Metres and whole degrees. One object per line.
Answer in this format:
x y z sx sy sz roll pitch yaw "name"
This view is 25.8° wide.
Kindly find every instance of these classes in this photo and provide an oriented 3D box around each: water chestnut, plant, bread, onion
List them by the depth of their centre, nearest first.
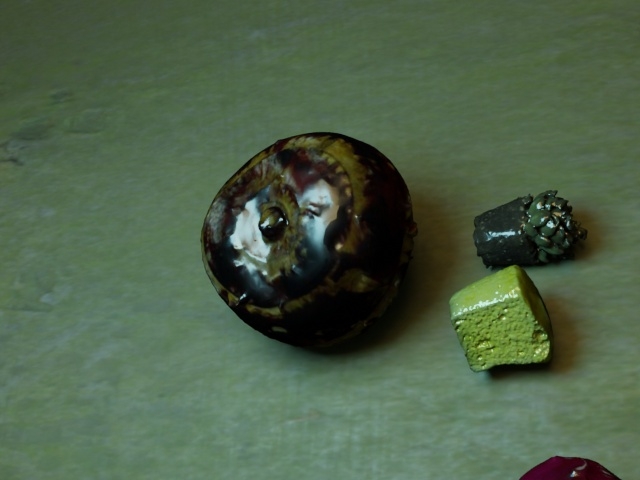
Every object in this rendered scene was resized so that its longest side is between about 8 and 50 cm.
0.312 0.311 1.582 0.198 0.135 0.173 -29 56 -1 "onion"
0.232 0.098 1.763 0.114 0.129 0.111 -18 17 15 "bread"
0.276 -0.011 1.839 0.143 0.094 0.092 -15 39 25 "plant"
0.000 0.000 1.851 0.300 0.300 0.300 -10 56 15 "water chestnut"
